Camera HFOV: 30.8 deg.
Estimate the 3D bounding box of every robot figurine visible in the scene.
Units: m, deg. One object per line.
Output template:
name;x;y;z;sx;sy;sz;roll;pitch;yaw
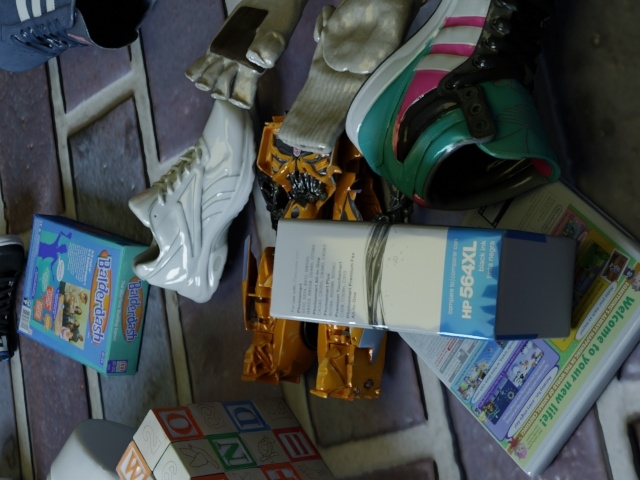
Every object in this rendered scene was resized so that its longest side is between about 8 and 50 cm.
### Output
robot figurine;0.000;0.000;1.123;0.211;0.085;0.291;3;90;44

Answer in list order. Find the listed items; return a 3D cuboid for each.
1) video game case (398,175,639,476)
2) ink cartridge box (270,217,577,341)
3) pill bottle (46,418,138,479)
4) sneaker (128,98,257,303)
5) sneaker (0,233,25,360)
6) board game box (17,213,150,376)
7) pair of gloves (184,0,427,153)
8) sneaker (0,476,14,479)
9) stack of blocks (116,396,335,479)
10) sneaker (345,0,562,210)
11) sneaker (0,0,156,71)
video game case;0.175;0.057;0.987;0.193;0.023;0.212;47;119;36
ink cartridge box;0.082;0.030;0.935;0.203;0.148;0.086;5;90;33
pill bottle;-0.273;0.405;1.236;0.224;0.224;0.392;35;96;41
sneaker;-0.140;-0.047;1.233;0.090;0.115;0.232;-135;59;-66
sneaker;-0.436;0.095;1.573;0.217;0.079;0.121;-50;59;42
board game box;-0.295;0.064;1.445;0.210;0.047;0.160;17;99;45
pair of gloves;-0.014;-0.200;1.117;0.240;0.042;0.204;33;86;46
sneaker;-0.460;0.448;1.442;0.210;0.137;0.366;-60;10;16
stack of blocks;-0.046;0.289;1.094;0.297;0.171;0.087;52;122;33
sneaker;0.149;-0.135;0.932;0.295;0.123;0.178;-53;47;26
sneaker;-0.298;-0.273;1.404;0.350;0.131;0.148;-33;61;39
